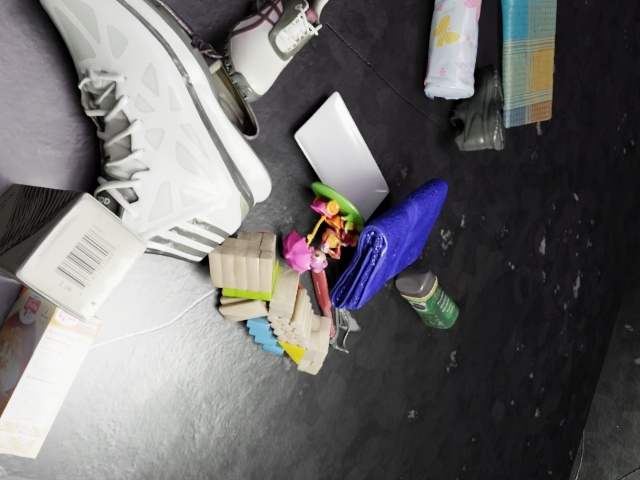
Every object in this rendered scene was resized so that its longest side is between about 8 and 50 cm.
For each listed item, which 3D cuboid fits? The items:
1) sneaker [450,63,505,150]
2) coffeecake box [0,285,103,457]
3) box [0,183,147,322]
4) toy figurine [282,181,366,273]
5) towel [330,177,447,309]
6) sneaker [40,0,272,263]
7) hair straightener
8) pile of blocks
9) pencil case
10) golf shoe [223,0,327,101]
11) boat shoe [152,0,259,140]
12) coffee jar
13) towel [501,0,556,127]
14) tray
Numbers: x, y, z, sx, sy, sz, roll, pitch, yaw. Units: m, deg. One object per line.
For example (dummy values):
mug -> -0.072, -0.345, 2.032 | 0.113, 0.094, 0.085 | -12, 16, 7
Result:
sneaker -> 0.395, -0.338, 1.399 | 0.109, 0.130, 0.286 | 55, 38, -41
coffeecake box -> -0.384, 0.164, 0.732 | 0.068, 0.142, 0.185 | 34, 74, -41
box -> -0.328, 0.004, 0.665 | 0.094, 0.275, 0.113 | 49, 63, -36
toy figurine -> 0.000, 0.000, 1.090 | 0.159, 0.130, 0.173 | -51, 125, -10
towel -> 0.157, 0.008, 1.156 | 0.308, 0.076, 0.227 | -35, 157, -47
sneaker -> -0.262, -0.136, 0.766 | 0.257, 0.169, 0.447 | -56, 129, -26
hair straightener -> 0.041, 0.138, 1.188 | 0.089, 0.047, 0.230 | -30, 116, -36
pile of blocks -> -0.089, 0.106, 1.036 | 0.112, 0.149, 0.362 | -80, 152, -46
pencil case -> 0.315, -0.470, 1.297 | 0.124, 0.114, 0.272 | -3, 99, -52
golf shoe -> -0.069, -0.343, 0.909 | 0.105, 0.120, 0.272 | 50, 45, -40
boat shoe -> -0.191, -0.267, 0.873 | 0.102, 0.092, 0.285 | -53, 128, -23
coffee jar -> 0.261, 0.138, 1.359 | 0.184, 0.096, 0.079 | 49, 62, -37
towel -> 0.600, -0.525, 1.605 | 0.272, 0.040, 0.369 | -17, 110, -39
tray -> 0.045, -0.156, 1.155 | 0.145, 0.030, 0.270 | -51, 127, -25
